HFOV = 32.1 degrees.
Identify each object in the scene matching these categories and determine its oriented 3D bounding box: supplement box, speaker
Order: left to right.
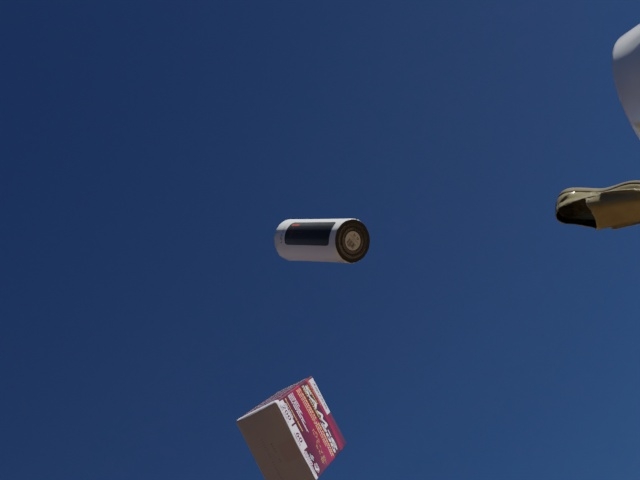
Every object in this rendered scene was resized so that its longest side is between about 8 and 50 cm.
[{"bbox_3d":[-0.039,0.294,1.690,0.073,0.130,0.239,-28,-3,11],"label":"supplement box"},{"bbox_3d":[0.000,0.000,1.396,0.055,0.136,0.055,-1,-88,-36],"label":"speaker"}]

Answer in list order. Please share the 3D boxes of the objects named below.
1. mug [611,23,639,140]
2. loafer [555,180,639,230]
[{"bbox_3d":[0.620,-0.291,1.555,0.276,0.374,0.328,26,-40,-32],"label":"mug"},{"bbox_3d":[0.352,-0.037,1.354,0.050,0.148,0.056,-45,-61,-40],"label":"loafer"}]
